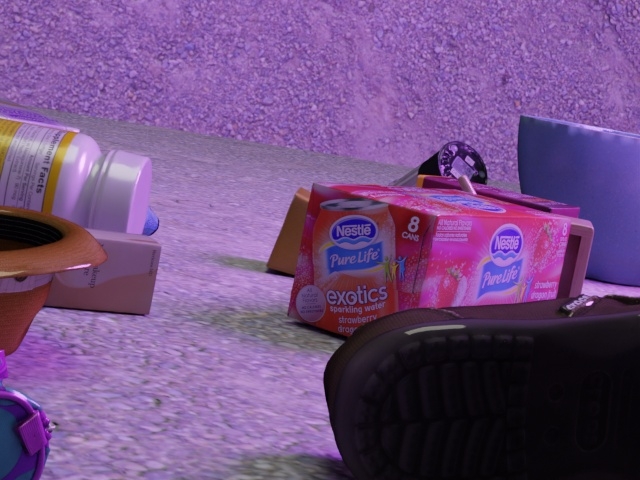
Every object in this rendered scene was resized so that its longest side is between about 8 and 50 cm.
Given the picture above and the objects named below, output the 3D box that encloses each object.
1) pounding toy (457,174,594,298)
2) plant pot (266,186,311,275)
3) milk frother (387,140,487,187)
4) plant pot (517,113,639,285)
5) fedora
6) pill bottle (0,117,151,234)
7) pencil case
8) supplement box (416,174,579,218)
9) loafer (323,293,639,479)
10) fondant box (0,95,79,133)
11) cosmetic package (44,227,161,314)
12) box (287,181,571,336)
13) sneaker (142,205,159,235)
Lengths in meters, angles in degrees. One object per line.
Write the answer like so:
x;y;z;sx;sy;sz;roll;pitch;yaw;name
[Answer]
0.193;0.013;1.465;0.141;0.130;0.100;11;7;7;pounding toy
0.000;0.000;1.501;0.083;0.081;0.081;21;7;0;plant pot
0.154;-0.043;2.026;0.143;0.129;0.135;-33;-2;-39;milk frother
0.393;-0.048;1.973;0.290;0.195;0.290;11;7;-1;plant pot
-0.231;0.028;0.931;0.194;0.079;0.194;7;12;-2;fedora
-0.260;-0.044;1.285;0.208;0.119;0.119;11;7;1;pill bottle
-0.169;0.079;0.682;0.070;0.064;0.152;-9;14;-20;pencil case
0.204;-0.010;1.765;0.188;0.104;0.081;15;9;34;supplement box
0.163;0.082;0.868;0.366;0.134;0.130;8;8;-24;loafer
-0.453;-0.127;1.746;0.238;0.096;0.330;7;9;-29;fondant box
-0.185;0.021;1.131;0.115;0.060;0.041;5;10;-27;cosmetic package
0.102;0.022;1.289;0.128;0.122;0.257;17;9;34;box
-0.235;-0.032;1.545;0.162;0.063;0.073;22;-5;37;sneaker
